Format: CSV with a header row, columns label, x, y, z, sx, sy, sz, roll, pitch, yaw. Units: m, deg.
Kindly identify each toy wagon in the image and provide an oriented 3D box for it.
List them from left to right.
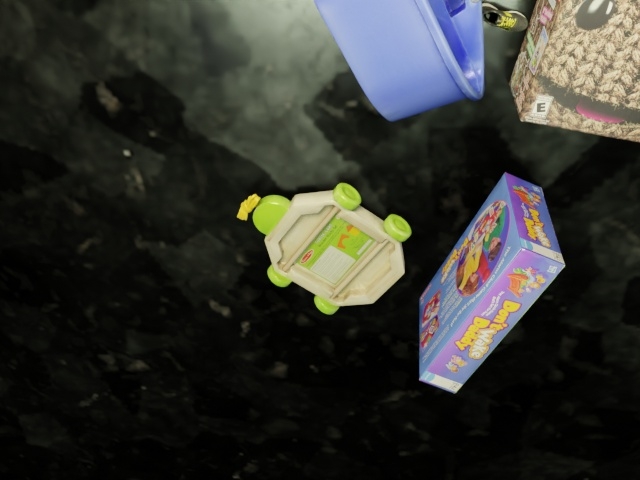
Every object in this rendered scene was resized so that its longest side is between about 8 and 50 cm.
label,x,y,z,sx,sy,sz,roll,pitch,yaw
toy wagon,0.000,0.000,1.222,0.344,0.068,0.267,32,124,-14

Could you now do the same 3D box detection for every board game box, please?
label,x,y,z,sx,sy,sz,roll,pitch,yaw
board game box,0.293,0.081,1.134,0.078,0.233,0.347,21,127,-7
board game box,0.434,-0.309,0.877,0.232,0.141,0.291,10,128,1

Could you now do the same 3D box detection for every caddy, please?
label,x,y,z,sx,sy,sz,roll,pitch,yaw
caddy,0.124,-0.336,0.846,0.179,0.241,0.341,-18,123,28

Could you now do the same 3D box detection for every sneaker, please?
label,x,y,z,sx,sy,sz,roll,pitch,yaw
sneaker,0.279,-0.337,0.946,0.083,0.035,0.031,15,128,-3
